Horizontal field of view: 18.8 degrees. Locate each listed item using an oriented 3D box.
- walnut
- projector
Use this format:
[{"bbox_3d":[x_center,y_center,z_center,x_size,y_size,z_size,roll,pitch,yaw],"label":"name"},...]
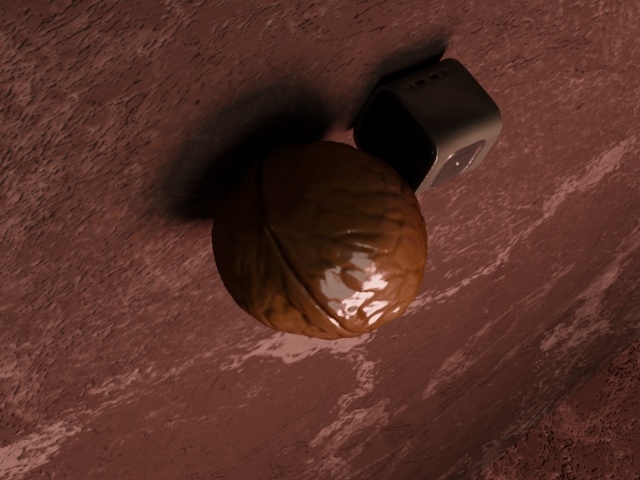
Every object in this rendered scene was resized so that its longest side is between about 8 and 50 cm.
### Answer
[{"bbox_3d":[0.000,0.000,1.553,0.167,0.167,0.207,-42,158,10],"label":"walnut"},{"bbox_3d":[0.090,-0.094,1.619,0.082,0.083,0.083,-25,157,-37],"label":"projector"}]
